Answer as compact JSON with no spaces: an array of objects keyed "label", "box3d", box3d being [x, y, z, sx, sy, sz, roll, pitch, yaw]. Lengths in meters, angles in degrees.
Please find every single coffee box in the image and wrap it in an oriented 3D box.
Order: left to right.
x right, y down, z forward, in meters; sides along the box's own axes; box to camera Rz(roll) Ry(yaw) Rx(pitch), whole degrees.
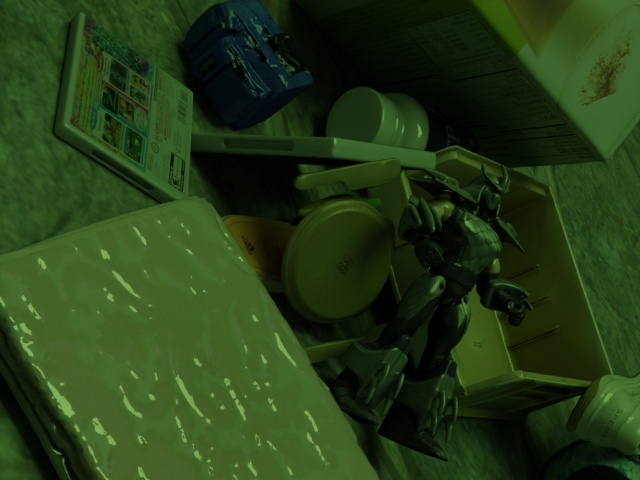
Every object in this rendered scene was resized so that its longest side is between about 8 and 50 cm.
[{"label":"coffee box","box3d":[0.239,-0.314,1.513,0.334,0.338,0.337,45,72,-19]}]

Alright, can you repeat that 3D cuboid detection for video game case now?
[{"label":"video game case","box3d":[-0.177,-0.119,1.151,0.143,0.019,0.157,34,37,-34]},{"label":"video game case","box3d":[-0.005,-0.088,1.238,0.190,0.173,0.022,2,93,-56]}]

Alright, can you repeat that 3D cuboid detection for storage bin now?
[{"label":"storage bin","box3d":[0.188,0.055,1.386,0.260,0.123,0.262,15,55,-54]}]

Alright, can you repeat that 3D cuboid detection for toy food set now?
[{"label":"toy food set","box3d":[0.017,0.018,1.183,0.132,0.038,0.192,-9,110,-31]}]

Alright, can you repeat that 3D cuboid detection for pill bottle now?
[{"label":"pill bottle","box3d":[0.097,-0.109,1.455,0.187,0.112,0.112,20,46,-46]}]

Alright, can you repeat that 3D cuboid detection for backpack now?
[{"label":"backpack","box3d":[-0.082,-0.187,1.279,0.120,0.098,0.101,60,33,3]},{"label":"backpack","box3d":[0.310,0.273,1.411,0.114,0.105,0.084,34,28,-23]}]

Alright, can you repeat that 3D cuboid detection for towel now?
[{"label":"towel","box3d":[-0.099,0.132,0.987,0.331,0.053,0.317,59,30,5]}]

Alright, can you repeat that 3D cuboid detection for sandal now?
[{"label":"sandal","box3d":[0.003,0.009,1.234,0.265,0.076,0.102,6,57,-55]}]

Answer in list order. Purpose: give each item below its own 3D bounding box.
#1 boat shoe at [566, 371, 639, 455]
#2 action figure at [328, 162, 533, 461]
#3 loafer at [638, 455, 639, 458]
[{"label":"boat shoe","box3d":[0.375,0.201,1.398,0.096,0.098,0.277,35,22,31]},{"label":"action figure","box3d":[0.118,0.054,1.183,0.185,0.099,0.285,32,78,-30]},{"label":"loafer","box3d":[0.393,0.266,1.567,0.078,0.076,0.223,33,33,-23]}]
